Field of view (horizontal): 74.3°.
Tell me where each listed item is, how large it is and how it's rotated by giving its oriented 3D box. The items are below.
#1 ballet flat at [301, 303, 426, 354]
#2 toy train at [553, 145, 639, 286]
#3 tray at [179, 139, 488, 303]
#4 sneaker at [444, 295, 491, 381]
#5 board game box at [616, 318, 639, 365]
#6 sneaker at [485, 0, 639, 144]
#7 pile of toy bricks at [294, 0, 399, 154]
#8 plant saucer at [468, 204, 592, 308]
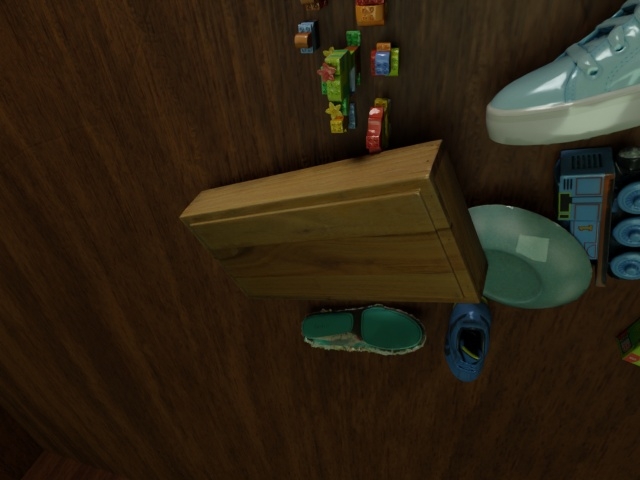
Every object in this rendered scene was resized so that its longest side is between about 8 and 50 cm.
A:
[{"bbox_3d":[0.079,0.165,0.774,0.240,0.091,0.077,0,157,27],"label":"ballet flat"},{"bbox_3d":[0.340,-0.027,0.509,0.105,0.080,0.184,3,130,31],"label":"toy train"},{"bbox_3d":[0.000,0.000,0.608,0.410,0.076,0.203,-4,132,37],"label":"tray"},{"bbox_3d":[0.245,0.186,0.712,0.069,0.082,0.209,4,129,16],"label":"sneaker"},{"bbox_3d":[0.510,0.114,0.571,0.092,0.043,0.181,22,132,5],"label":"board game box"},{"bbox_3d":[0.313,-0.204,0.353,0.365,0.135,0.150,-19,110,23],"label":"sneaker"},{"bbox_3d":[0.026,-0.194,0.479,0.118,0.105,0.212,6,128,18],"label":"pile of toy bricks"},{"bbox_3d":[0.253,0.038,0.574,0.195,0.037,0.195,29,149,19],"label":"plant saucer"}]
